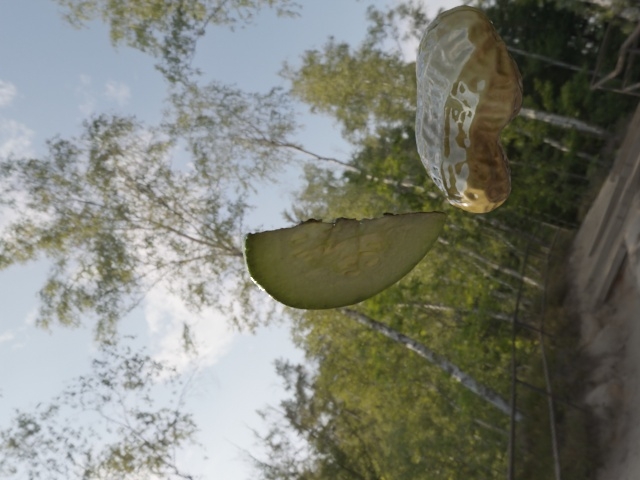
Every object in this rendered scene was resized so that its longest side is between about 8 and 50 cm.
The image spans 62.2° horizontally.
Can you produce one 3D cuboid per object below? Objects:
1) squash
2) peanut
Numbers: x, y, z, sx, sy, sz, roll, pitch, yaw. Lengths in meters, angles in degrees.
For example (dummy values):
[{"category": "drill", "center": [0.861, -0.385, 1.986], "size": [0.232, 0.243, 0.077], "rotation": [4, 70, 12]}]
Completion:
[{"category": "squash", "center": [0.000, 0.000, 0.654], "size": [0.236, 0.155, 0.204], "rotation": [-4, -45, -20]}, {"category": "peanut", "center": [0.163, -0.140, 0.603], "size": [0.197, 0.110, 0.233], "rotation": [-89, -4, -65]}]
